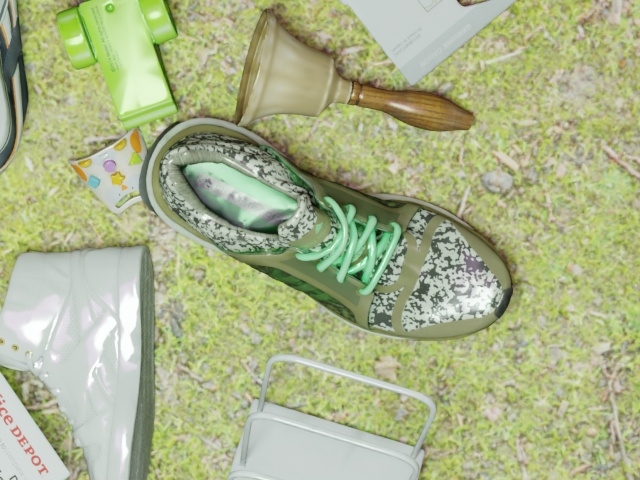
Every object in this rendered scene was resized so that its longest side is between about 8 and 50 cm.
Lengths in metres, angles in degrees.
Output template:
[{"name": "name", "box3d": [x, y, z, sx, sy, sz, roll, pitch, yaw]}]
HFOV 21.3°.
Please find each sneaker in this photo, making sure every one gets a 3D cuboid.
[{"name": "sneaker", "box3d": [-0.372, -0.215, 1.774, 0.126, 0.127, 0.321, -3, 74, -2]}, {"name": "sneaker", "box3d": [0.000, 0.000, 1.733, 0.410, 0.182, 0.158, 21, 93, 0]}, {"name": "sneaker", "box3d": [-0.265, 0.152, 1.797, 0.169, 0.108, 0.292, 0, 84, 5]}]

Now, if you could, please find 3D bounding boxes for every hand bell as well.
[{"name": "hand bell", "box3d": [0.042, -0.150, 1.778, 0.242, 0.126, 0.126, 14, 94, -11]}]

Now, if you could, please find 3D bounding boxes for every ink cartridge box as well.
[{"name": "ink cartridge box", "box3d": [0.122, -0.339, 1.775, 0.275, 0.060, 0.239, -39, 113, 3]}, {"name": "ink cartridge box", "box3d": [-0.391, 0.239, 1.740, 0.219, 0.092, 0.160, -36, 93, -21]}]

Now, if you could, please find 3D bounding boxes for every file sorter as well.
[{"name": "file sorter", "box3d": [-0.010, 0.282, 1.695, 0.193, 0.173, 0.277, 16, 62, 2]}]

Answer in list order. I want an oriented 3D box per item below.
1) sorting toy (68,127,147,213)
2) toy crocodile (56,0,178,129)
[{"name": "sorting toy", "box3d": [-0.215, -0.069, 1.814, 0.083, 0.045, 0.075, -28, 111, 3]}, {"name": "toy crocodile", "box3d": [-0.236, -0.282, 1.777, 0.115, 0.105, 0.340, -24, 96, 3]}]
